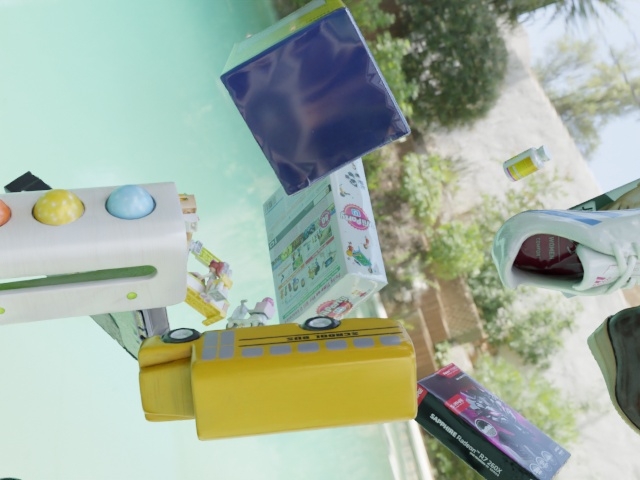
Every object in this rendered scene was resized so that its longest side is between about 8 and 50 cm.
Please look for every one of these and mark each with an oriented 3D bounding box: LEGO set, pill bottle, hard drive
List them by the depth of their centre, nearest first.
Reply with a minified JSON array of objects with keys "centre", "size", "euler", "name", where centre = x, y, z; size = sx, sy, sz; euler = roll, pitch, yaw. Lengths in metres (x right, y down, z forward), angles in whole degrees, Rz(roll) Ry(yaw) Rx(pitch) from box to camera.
[{"centre":[-0.172,0.019,1.175],"size":[0.287,0.132,0.107],"euler":[63,31,-41],"name":"LEGO set"},{"centre":[-0.388,0.056,1.366],"size":[0.339,0.064,0.237],"euler":[37,-30,23],"name":"hard drive"},{"centre":[0.380,-0.143,1.471],"size":[0.043,0.083,0.043],"euler":[33,42,-36],"name":"pill bottle"}]

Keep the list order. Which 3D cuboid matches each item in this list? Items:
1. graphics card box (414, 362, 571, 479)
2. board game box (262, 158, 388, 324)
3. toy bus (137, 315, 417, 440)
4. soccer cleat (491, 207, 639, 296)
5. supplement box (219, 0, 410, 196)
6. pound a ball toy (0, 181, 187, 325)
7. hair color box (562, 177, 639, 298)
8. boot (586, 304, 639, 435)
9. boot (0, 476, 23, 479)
[{"centre":[0.391,0.453,1.901],"size":[0.371,0.094,0.232],"euler":[39,22,24],"name":"graphics card box"},{"centre":[0.000,0.000,1.540],"size":[0.097,0.224,0.303],"euler":[16,49,-32],"name":"board game box"},{"centre":[-0.057,0.171,0.994],"size":[0.130,0.332,0.108],"euler":[-113,-161,-73],"name":"toy bus"},{"centre":[0.368,0.019,0.940],"size":[0.143,0.331,0.116],"euler":[-53,136,-62],"name":"soccer cleat"},{"centre":[-0.012,-0.238,1.221],"size":[0.195,0.194,0.356],"euler":[60,9,-19],"name":"supplement box"},{"centre":[-0.331,-0.022,0.947],"size":[0.208,0.319,0.136],"euler":[-113,-156,-48],"name":"pound a ball toy"},{"centre":[0.698,-0.026,1.814],"size":[0.113,0.374,0.185],"euler":[43,38,-28],"name":"hair color box"},{"centre":[0.610,0.230,1.440],"size":[0.207,0.090,0.248],"euler":[-46,-113,47],"name":"boot"},{"centre":[-0.318,0.411,0.913],"size":[0.207,0.094,0.247],"euler":[17,-53,64],"name":"boot"}]
